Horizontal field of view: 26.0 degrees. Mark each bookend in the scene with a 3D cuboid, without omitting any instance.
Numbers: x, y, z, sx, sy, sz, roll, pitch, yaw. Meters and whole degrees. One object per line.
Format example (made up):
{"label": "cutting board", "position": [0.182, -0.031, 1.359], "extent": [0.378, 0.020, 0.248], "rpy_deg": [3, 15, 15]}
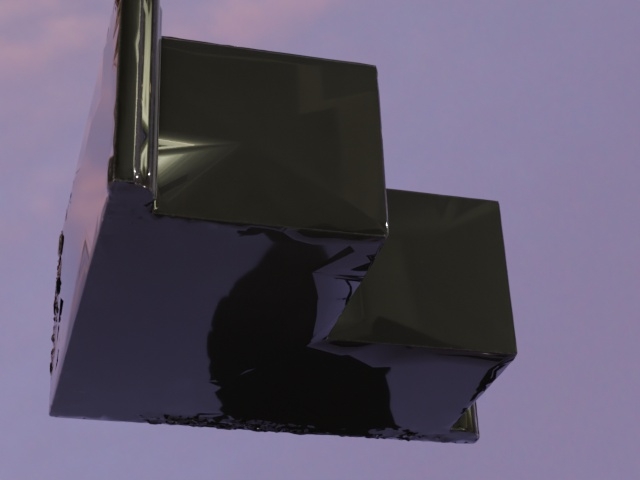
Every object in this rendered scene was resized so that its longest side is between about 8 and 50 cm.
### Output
{"label": "bookend", "position": [0.000, 0.000, 0.444], "extent": [0.156, 0.157, 0.072], "rpy_deg": [5, -121, -14]}
